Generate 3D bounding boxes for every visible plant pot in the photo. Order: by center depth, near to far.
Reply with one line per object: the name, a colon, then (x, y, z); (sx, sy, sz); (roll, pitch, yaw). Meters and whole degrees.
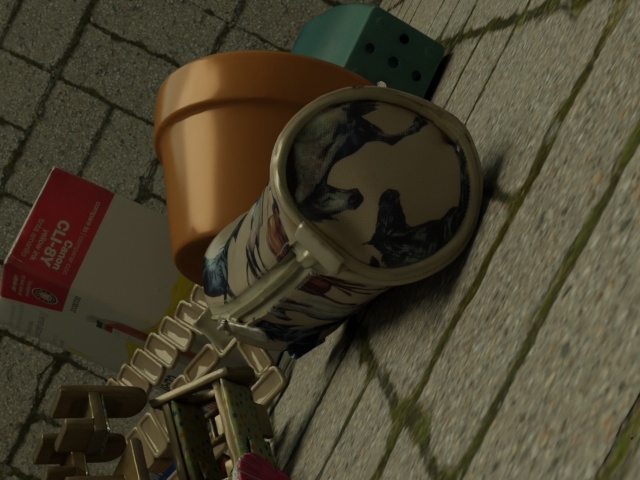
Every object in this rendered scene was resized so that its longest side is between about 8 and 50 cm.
plant pot: (-0.061, -0.057, 1.367); (0.291, 0.291, 0.203); (128, 151, -61)
plant pot: (0.052, -0.198, 1.499); (0.165, 0.166, 0.234); (-64, 14, -12)

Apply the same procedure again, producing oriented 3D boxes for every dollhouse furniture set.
dollhouse furniture set: (-0.185, 0.292, 1.139); (0.242, 0.161, 0.212); (-62, 36, 38)
dollhouse furniture set: (-0.064, 0.234, 1.162); (0.101, 0.161, 0.182); (-26, 65, 19)

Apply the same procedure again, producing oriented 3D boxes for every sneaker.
sneaker: (-0.063, 0.243, 0.990); (0.075, 0.063, 0.170); (-55, 13, 17)

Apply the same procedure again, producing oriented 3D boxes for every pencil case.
pencil case: (0.000, 0.000, 1.032); (0.183, 0.160, 0.410); (-56, 4, -19)

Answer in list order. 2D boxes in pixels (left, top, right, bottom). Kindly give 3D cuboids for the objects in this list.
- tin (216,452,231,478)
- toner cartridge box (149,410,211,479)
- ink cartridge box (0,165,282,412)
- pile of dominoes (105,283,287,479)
tin: (-0.164, 0.349, 1.516); (0.190, 0.040, 0.106); (-59, 3, 28)
toner cartridge box: (-0.229, 0.316, 2.008); (0.165, 0.075, 0.348); (-67, 7, -24)
ink cartridge box: (-0.244, 0.087, 1.672); (0.279, 0.384, 0.160); (129, 163, -63)
pile of dominoes: (-0.157, 0.187, 1.490); (0.251, 0.196, 0.040); (-47, -31, 21)
